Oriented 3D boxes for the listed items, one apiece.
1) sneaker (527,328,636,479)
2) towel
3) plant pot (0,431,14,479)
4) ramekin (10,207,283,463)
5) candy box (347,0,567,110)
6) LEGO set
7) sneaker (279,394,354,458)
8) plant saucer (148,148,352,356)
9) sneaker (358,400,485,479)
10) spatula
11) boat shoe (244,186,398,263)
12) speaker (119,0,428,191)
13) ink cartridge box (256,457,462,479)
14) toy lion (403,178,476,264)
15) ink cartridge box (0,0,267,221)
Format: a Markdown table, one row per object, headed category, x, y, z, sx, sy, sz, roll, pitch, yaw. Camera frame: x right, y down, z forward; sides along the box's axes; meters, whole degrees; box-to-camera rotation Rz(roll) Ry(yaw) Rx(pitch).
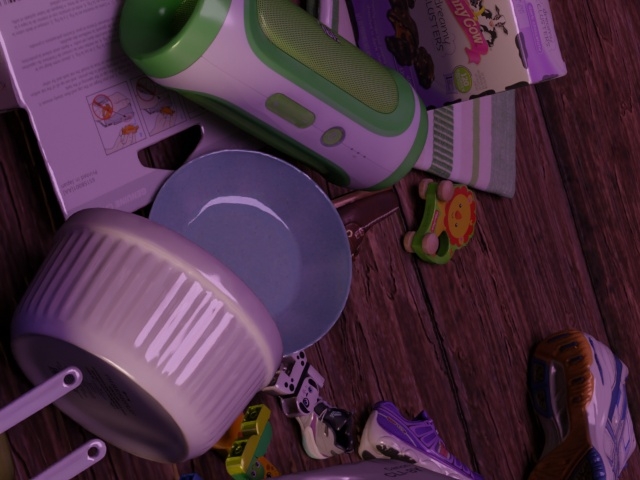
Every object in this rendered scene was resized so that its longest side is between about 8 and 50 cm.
| category | x | y | z | sx | sy | sz | roll | pitch | yaw |
| --- | --- | --- | --- | --- | --- | --- | --- | --- | --- |
| sneaker | 0.311 | 0.253 | 1.490 | 0.131 | 0.112 | 0.296 | 23 | 66 | -39 |
| towel | 0.105 | -0.194 | 1.448 | 0.325 | 0.038 | 0.248 | 13 | 73 | -44 |
| plant pot | -0.267 | 0.152 | 0.986 | 0.083 | 0.083 | 0.079 | -40 | 121 | -42 |
| ramekin | -0.143 | 0.083 | 1.028 | 0.207 | 0.207 | 0.109 | 48 | 58 | -26 |
| candy box | 0.130 | -0.219 | 1.310 | 0.070 | 0.196 | 0.164 | -19 | 96 | -46 |
| LEGO set | -0.061 | 0.207 | 1.164 | 0.093 | 0.087 | 0.227 | 49 | 45 | -29 |
| sneaker | 0.003 | 0.160 | 1.242 | 0.038 | 0.069 | 0.098 | -41 | 109 | -42 |
| plant saucer | -0.067 | 0.015 | 1.164 | 0.195 | 0.037 | 0.195 | 9 | 68 | -24 |
| sneaker | 0.113 | 0.215 | 1.341 | 0.170 | 0.068 | 0.071 | 37 | 51 | -31 |
| spatula | -0.250 | 0.210 | 0.950 | 0.242 | 0.019 | 0.168 | -31 | 106 | -17 |
| boat shoe | 0.000 | 0.000 | 1.274 | 0.207 | 0.073 | 0.073 | -22 | 87 | -35 |
| speaker | -0.033 | -0.146 | 1.170 | 0.296 | 0.131 | 0.131 | 27 | 63 | -43 |
| ink cartridge box | 0.017 | 0.392 | 1.053 | 0.279 | 0.160 | 0.384 | 0 | 96 | -50 |
| toy lion | 0.138 | -0.019 | 1.439 | 0.096 | 0.034 | 0.100 | 35 | 67 | -48 |
| ink cartridge box | -0.172 | -0.158 | 1.155 | 0.275 | 0.060 | 0.239 | -31 | 110 | -44 |
